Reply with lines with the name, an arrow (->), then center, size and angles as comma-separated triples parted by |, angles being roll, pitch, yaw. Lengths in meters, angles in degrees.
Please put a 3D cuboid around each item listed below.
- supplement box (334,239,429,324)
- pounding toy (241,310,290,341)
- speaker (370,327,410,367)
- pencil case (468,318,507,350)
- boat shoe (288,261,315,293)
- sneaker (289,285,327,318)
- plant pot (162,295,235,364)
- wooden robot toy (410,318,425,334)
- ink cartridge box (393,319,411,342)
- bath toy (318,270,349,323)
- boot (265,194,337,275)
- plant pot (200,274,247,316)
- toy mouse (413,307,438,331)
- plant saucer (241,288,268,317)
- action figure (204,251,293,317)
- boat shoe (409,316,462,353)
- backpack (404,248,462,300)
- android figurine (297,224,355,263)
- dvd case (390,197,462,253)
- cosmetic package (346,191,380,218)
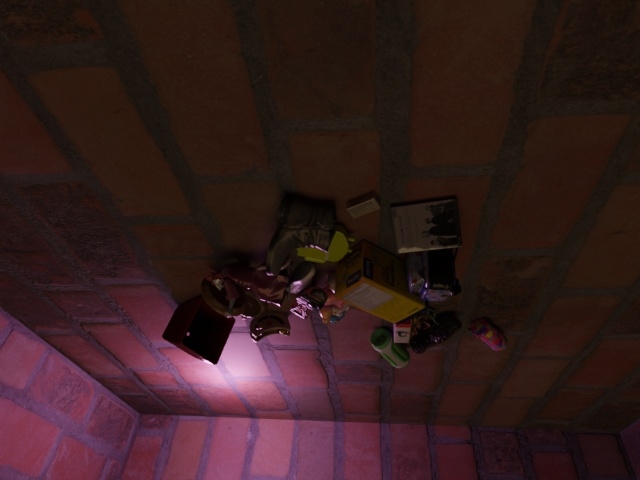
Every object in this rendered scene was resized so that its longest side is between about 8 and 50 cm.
supplement box -> 0.260, 0.186, 1.739 | 0.357, 0.195, 0.194 | 27, 136, -24
pounding toy -> -0.286, 0.427, 2.109 | 0.270, 0.154, 0.154 | 7, 139, -2
speaker -> 0.389, 0.600, 2.255 | 0.131, 0.131, 0.296 | -20, 133, 26
pencil case -> 0.867, 0.489, 2.099 | 0.236, 0.104, 0.104 | 34, 132, -30
boat shoe -> -0.082, 0.174, 1.855 | 0.084, 0.095, 0.258 | 23, 147, -25
sneaker -> -0.049, 0.252, 1.877 | 0.116, 0.136, 0.314 | 32, 148, -9
plant pot -> -0.657, 0.468, 2.139 | 0.236, 0.267, 0.267 | -5, 140, 33
wooden robot toy -> 0.504, 0.441, 2.108 | 0.079, 0.076, 0.173 | -6, 139, -3
ink cartridge box -> 0.402, 0.391, 2.008 | 0.078, 0.134, 0.231 | 0, 138, 7
bath toy -> 0.060, 0.266, 1.917 | 0.129, 0.151, 0.348 | 42, 148, 25
boot -> -0.072, 0.011, 1.533 | 0.223, 0.118, 0.338 | 17, 114, 0
plant pot -> -0.429, 0.240, 1.855 | 0.236, 0.236, 0.032 | 31, 119, -26
toy mouse -> 0.524, 0.389, 2.031 | 0.143, 0.031, 0.161 | 19, 100, -12
plant saucer -> -0.359, 0.314, 2.026 | 0.199, 0.036, 0.198 | 4, 120, 8
action figure -> -0.308, 0.165, 1.738 | 0.371, 0.248, 0.275 | 5, 139, -5
boat shoe -> 0.603, 0.480, 2.120 | 0.120, 0.122, 0.324 | -4, 151, -41
backpack -> 0.439, 0.123, 1.609 | 0.213, 0.276, 0.263 | 0, 153, 15
android figurine -> 0.000, 0.000, 1.640 | 0.273, 0.056, 0.248 | 7, 132, 1
dvd case -> 0.385, -0.052, 1.495 | 0.239, 0.029, 0.179 | -7, 96, 14
cosmetic package -> 0.159, -0.130, 1.502 | 0.115, 0.041, 0.060 | -19, 133, 25
